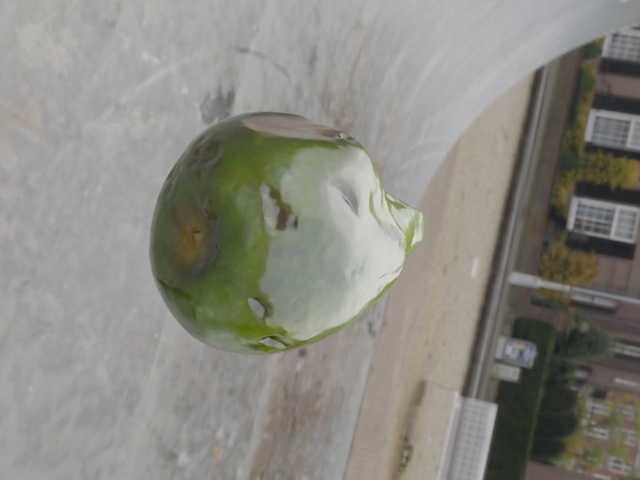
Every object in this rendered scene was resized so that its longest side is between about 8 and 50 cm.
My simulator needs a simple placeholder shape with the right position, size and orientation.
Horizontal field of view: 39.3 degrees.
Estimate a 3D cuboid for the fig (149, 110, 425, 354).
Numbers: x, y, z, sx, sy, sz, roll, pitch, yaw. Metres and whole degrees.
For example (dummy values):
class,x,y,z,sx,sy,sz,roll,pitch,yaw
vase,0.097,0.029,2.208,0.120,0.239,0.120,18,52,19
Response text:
class,x,y,z,sx,sy,sz,roll,pitch,yaw
fig,0.000,0.000,0.776,0.275,0.206,0.206,6,97,-43
